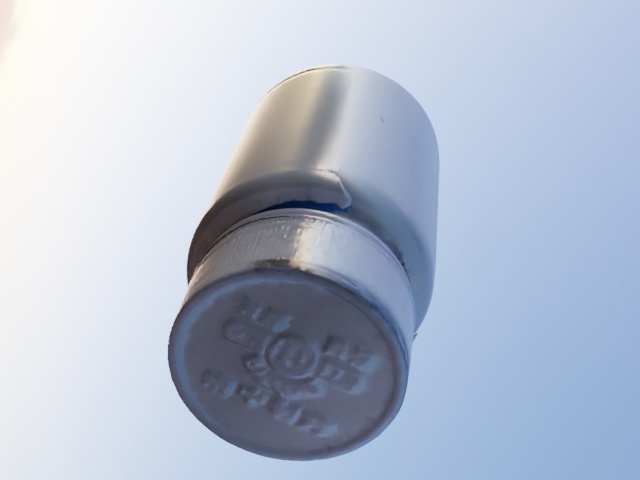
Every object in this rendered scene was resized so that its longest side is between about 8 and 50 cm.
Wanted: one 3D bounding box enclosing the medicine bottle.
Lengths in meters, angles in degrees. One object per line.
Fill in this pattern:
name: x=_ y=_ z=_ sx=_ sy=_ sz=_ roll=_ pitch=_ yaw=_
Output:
medicine bottle: x=0.000 y=0.000 z=0.570 sx=0.258 sy=0.143 sz=0.143 roll=-78 pitch=-167 yaw=-59
